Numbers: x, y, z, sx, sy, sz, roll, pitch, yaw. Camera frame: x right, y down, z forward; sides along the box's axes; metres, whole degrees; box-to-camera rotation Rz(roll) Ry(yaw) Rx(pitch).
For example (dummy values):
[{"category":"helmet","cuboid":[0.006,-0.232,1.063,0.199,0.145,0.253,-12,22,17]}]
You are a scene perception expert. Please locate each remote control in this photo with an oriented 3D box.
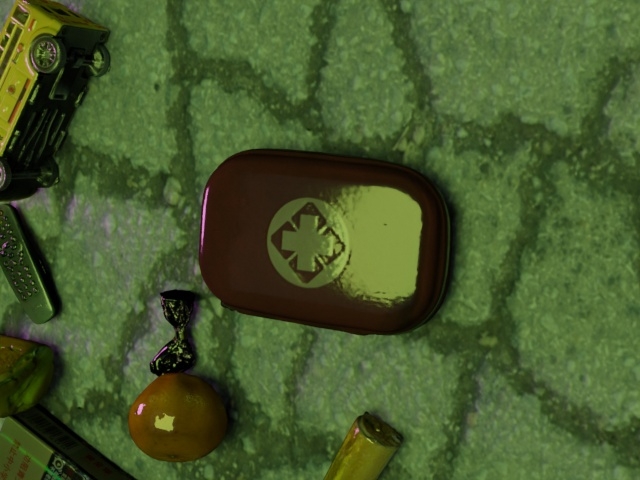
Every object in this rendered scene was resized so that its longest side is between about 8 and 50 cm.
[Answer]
[{"category":"remote control","cuboid":[-0.517,0.041,1.951,0.072,0.042,0.222,-31,81,24]}]

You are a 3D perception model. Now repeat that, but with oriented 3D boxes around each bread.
[{"category":"bread","cuboid":[-0.642,0.227,1.970,0.384,0.166,0.112,9,123,25]}]

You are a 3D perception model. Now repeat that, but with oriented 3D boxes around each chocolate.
[{"category":"chocolate","cuboid":[0.037,0.370,1.708,0.086,0.085,0.219,36,109,17]},{"category":"chocolate","cuboid":[-0.235,0.154,1.831,0.072,0.070,0.147,12,111,13]}]

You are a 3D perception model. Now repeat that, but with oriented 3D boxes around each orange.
[{"category":"orange","cuboid":[-0.227,0.280,1.786,0.159,0.159,0.136,-8,63,25]}]

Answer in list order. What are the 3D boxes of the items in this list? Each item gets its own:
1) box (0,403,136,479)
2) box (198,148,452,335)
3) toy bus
[{"category":"box","cuboid":[-0.442,0.450,1.937,0.310,0.084,0.198,33,108,18]},{"category":"box","cuboid":[0.000,0.000,1.670,0.404,0.108,0.263,7,99,24]},{"category":"toy bus","cuboid":[-0.486,-0.228,1.853,0.152,0.144,0.330,35,107,18]}]
